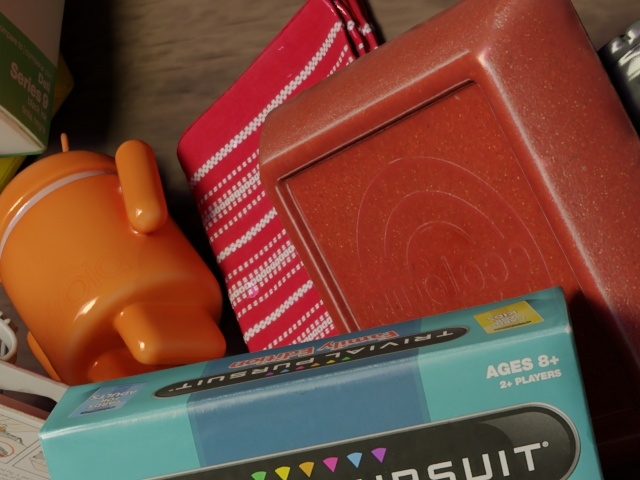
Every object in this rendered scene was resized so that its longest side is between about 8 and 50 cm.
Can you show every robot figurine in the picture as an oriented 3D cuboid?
[{"bbox_3d":[-0.149,0.022,1.232,0.219,0.128,0.158,50,161,37],"label":"robot figurine"}]

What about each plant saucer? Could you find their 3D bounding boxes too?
[{"bbox_3d":[0.080,0.017,0.946,0.258,0.047,0.259,-24,94,53],"label":"plant saucer"}]

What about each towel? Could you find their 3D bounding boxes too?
[{"bbox_3d":[0.000,0.000,1.142,0.199,0.031,0.275,-41,59,39],"label":"towel"}]

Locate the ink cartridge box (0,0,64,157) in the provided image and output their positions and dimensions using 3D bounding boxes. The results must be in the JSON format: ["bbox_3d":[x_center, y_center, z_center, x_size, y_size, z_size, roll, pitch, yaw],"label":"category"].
[{"bbox_3d":[-0.299,-0.208,1.318,0.211,0.121,0.289,-4,68,20],"label":"ink cartridge box"}]

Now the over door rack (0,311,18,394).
[{"bbox_3d":[-0.355,0.076,1.402,0.324,0.108,0.239,47,139,33],"label":"over door rack"}]

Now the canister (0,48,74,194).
[{"bbox_3d":[-0.273,-0.101,1.415,0.170,0.073,0.126,-51,54,30],"label":"canister"}]

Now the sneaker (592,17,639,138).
[{"bbox_3d":[0.221,-0.072,0.858,0.286,0.109,0.130,-44,67,41],"label":"sneaker"}]

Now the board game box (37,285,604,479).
[{"bbox_3d":[0.030,0.215,0.877,0.253,0.079,0.336,-12,101,7],"label":"board game box"}]

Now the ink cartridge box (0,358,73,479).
[{"bbox_3d":[-0.235,0.125,1.193,0.261,0.296,0.066,-38,39,39],"label":"ink cartridge box"}]
